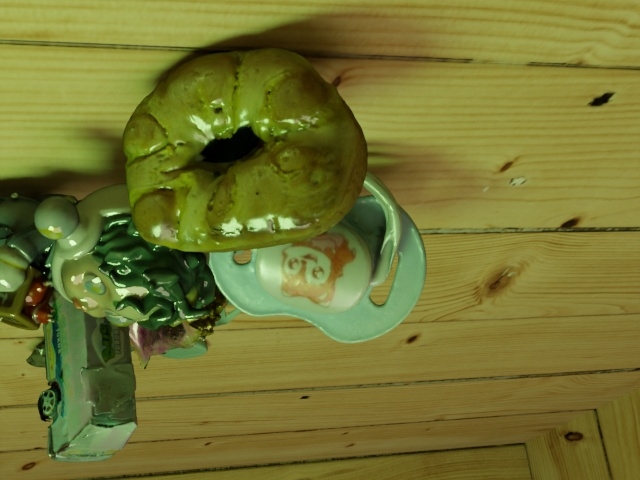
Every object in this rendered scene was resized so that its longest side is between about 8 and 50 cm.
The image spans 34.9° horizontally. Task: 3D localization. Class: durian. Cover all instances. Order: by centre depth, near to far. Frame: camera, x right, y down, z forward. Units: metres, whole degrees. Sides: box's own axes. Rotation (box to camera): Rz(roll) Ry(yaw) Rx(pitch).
[{"bbox_3d":[-0.247,0.088,1.563,0.186,0.153,0.260,34,151,-35],"label":"durian"}]

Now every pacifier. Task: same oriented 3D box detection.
[{"bbox_3d":[0.000,0.000,1.409,0.299,0.244,0.233,17,-171,-2],"label":"pacifier"}]

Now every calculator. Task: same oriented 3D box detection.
[{"bbox_3d":[-0.279,0.211,2.020,0.095,0.021,0.153,-13,161,13],"label":"calculator"}]

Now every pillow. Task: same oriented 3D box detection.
[{"bbox_3d":[-0.448,0.200,1.893,0.241,0.051,0.093,-10,159,12],"label":"pillow"}]

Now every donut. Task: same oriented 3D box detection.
[{"bbox_3d":[-0.078,-0.092,1.077,0.261,0.208,0.128,-2,175,23],"label":"donut"}]

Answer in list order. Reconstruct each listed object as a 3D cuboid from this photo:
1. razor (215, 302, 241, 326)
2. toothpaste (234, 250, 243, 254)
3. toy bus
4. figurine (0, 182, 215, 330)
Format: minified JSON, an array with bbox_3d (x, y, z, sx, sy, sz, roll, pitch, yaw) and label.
[{"bbox_3d":[-0.221,0.143,1.819,0.111,0.056,0.278,10,152,-41],"label":"razor"},{"bbox_3d":[-0.199,0.000,1.493,0.178,0.037,0.043,-1,156,-17],"label":"toothpaste"},{"bbox_3d":[-0.325,0.142,1.426,0.112,0.317,0.138,7,150,-37],"label":"toy bus"},{"bbox_3d":[-0.301,0.019,1.244,0.382,0.186,0.261,4,166,14],"label":"figurine"}]
